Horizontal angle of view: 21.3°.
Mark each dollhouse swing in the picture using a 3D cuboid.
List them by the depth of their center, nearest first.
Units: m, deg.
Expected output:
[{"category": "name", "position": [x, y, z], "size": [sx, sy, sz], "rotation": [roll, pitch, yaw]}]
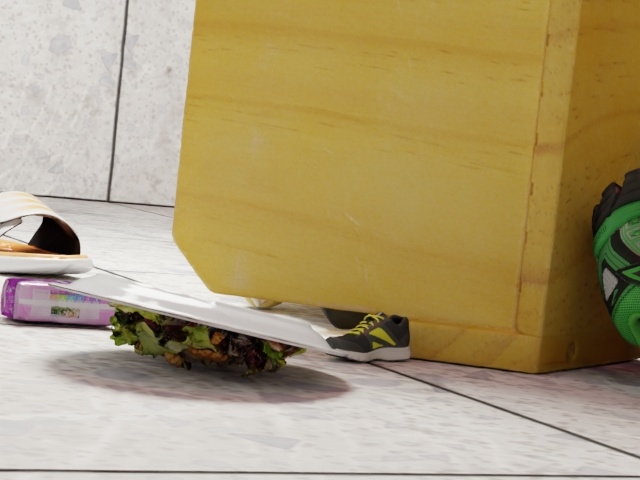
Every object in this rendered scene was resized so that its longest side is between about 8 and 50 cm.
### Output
[{"category": "dollhouse swing", "position": [0.098, -0.088, 1.392], "size": [0.305, 0.347, 0.315], "rotation": [7, 3, 32]}]

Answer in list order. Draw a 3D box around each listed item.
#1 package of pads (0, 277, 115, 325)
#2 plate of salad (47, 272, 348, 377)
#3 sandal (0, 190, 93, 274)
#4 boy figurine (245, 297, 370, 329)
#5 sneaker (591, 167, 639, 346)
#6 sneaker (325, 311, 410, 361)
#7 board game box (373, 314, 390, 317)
[{"category": "package of pads", "position": [-0.194, 0.046, 1.273], "size": [0.083, 0.032, 0.050], "rotation": [4, 1, -26]}, {"category": "plate of salad", "position": [-0.081, 0.060, 1.098], "size": [0.199, 0.048, 0.200], "rotation": [14, -3, 1]}, {"category": "sandal", "position": [-0.322, -0.013, 1.694], "size": [0.102, 0.076, 0.265], "rotation": [3, 4, -39]}, {"category": "boy figurine", "position": [0.000, 0.000, 1.553], "size": [0.177, 0.092, 0.285], "rotation": [-31, 20, -11]}, {"category": "sneaker", "position": [0.360, 0.071, 1.264], "size": [0.343, 0.146, 0.134], "rotation": [16, -42, -5]}, {"category": "sneaker", "position": [0.033, 0.069, 1.237], "size": [0.031, 0.035, 0.083], "rotation": [8, 4, 43]}, {"category": "board game box", "position": [0.146, 0.063, 1.619], "size": [0.259, 0.039, 0.124], "rotation": [9, 5, 5]}]
